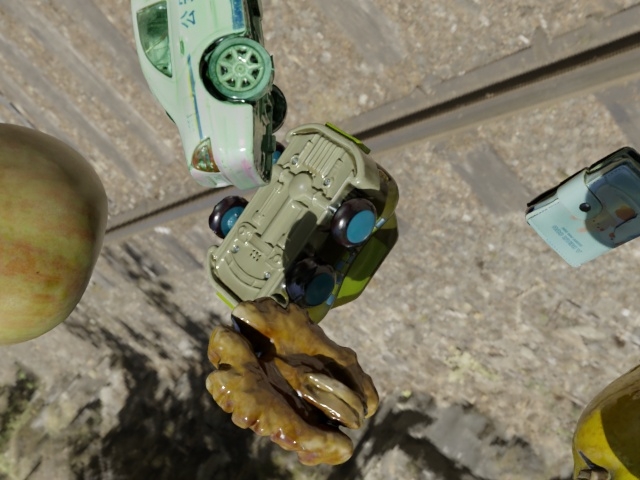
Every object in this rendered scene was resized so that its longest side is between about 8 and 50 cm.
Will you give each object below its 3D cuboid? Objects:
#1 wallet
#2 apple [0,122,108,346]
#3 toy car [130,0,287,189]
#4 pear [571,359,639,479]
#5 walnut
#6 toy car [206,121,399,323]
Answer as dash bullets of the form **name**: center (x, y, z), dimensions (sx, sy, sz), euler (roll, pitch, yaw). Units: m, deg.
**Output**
- **wallet**: center (0.529, -0.057, 1.558), dimensions (0.176, 0.075, 0.250), euler (40, 137, -14)
- **apple**: center (-0.375, -0.010, 0.928), dimensions (0.234, 0.257, 0.257), euler (17, 166, -28)
- **toy car**: center (-0.066, -0.141, 0.471), dimensions (0.076, 0.224, 0.090), euler (-8, 174, 3)
- **pear**: center (0.360, 0.273, 0.917), dimensions (0.267, 0.178, 0.267), euler (164, 90, -77)
- **walnut**: center (-0.032, 0.135, 0.775), dimensions (0.170, 0.143, 0.069), euler (40, 138, 0)
- **toy car**: center (0.000, 0.000, 1.032), dimensions (0.204, 0.248, 0.198), euler (37, -177, 41)
